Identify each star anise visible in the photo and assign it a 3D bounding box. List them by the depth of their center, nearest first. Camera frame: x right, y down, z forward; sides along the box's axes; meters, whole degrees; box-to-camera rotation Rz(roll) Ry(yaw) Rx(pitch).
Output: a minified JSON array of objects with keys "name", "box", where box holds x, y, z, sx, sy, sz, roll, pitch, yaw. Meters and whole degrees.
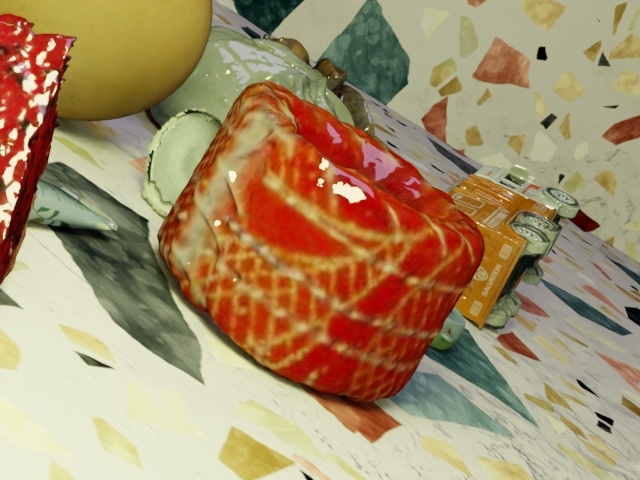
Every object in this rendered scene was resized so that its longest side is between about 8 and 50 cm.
[{"name":"star anise","box":[-0.035,-0.235,2.483,0.315,0.108,0.315,26,-30,16]}]

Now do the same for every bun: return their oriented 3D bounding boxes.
[{"name":"bun","box":[-0.091,-0.201,2.229,0.354,0.194,0.354,33,14,-9]}]

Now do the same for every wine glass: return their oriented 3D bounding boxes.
[{"name":"wine glass","box":[-0.076,-0.061,1.865,0.321,0.143,0.143,18,20,-51]}]

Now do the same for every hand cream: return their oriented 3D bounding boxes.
[{"name":"hand cream","box":[-0.295,-0.047,1.451,0.088,0.055,0.256,30,8,23]}]

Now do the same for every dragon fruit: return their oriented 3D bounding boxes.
[{"name":"dragon fruit","box":[-0.341,-0.126,1.196,0.330,0.240,0.302,39,0,-6]}]

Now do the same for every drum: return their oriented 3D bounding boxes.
[{"name":"drum","box":[0.088,0.069,1.987,0.253,0.049,0.130,29,13,-20]}]

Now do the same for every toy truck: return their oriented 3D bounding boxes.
[{"name":"toy truck","box":[0.277,-0.009,2.397,0.207,0.173,0.387,29,22,11]}]

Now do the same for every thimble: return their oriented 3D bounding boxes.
[{"name":"thimble","box":[0.000,0.000,1.613,0.350,0.230,0.350,32,11,-7]}]

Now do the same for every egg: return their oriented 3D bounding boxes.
[{"name":"egg","box":[-0.315,-0.307,1.806,0.374,0.301,0.301,26,15,-27]}]
